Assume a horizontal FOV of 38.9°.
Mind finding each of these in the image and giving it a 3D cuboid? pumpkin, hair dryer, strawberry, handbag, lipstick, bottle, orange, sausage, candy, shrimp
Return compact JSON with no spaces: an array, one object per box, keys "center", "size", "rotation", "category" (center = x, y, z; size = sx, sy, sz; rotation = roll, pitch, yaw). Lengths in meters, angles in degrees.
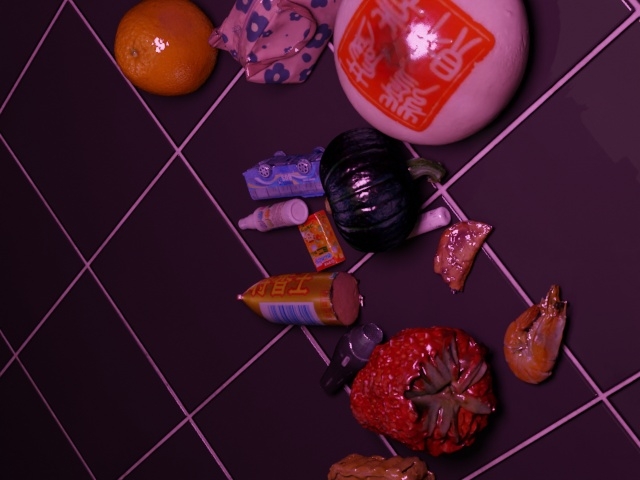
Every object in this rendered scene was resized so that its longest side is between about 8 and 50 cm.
[{"center":[0.122,-0.110,1.764],"size":[0.248,0.248,0.248],"rotation":[11,109,33],"category":"pumpkin"},{"center":[0.126,0.325,1.966],"size":[0.271,0.091,0.235],"rotation":[45,133,12],"category":"hair dryer"},{"center":[0.202,0.294,1.814],"size":[0.257,0.261,0.261],"rotation":[7,110,66],"category":"strawberry"},{"center":[-0.092,-0.440,1.820],"size":[0.190,0.193,0.251],"rotation":[46,124,21],"category":"handbag"},{"center":[0.197,-0.031,1.831],"size":[0.141,0.040,0.040],"rotation":[-22,90,37],"category":"lipstick"},{"center":[-0.114,-0.051,2.019],"size":[0.217,0.060,0.060],"rotation":[-9,98,50],"category":"bottle"},{"center":[-0.333,-0.422,1.976],"size":[0.236,0.236,0.236],"rotation":[11,109,33],"category":"orange"},{"center":[-0.059,0.126,2.014],"size":[0.317,0.125,0.117],"rotation":[-2,106,39],"category":"sausage"},{"center":[0.000,0.000,1.980],"size":[0.062,0.038,0.122],"rotation":[-24,89,38],"category":"candy"},{"center":[0.410,0.178,1.737],"size":[0.115,0.051,0.217],"rotation":[28,120,28],"category":"shrimp"}]

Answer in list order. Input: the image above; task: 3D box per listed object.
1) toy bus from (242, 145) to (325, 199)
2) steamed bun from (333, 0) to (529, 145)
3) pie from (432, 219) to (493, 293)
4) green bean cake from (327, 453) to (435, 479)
[{"center":[-0.053,-0.142,1.959],"size":[0.236,0.079,0.094],"rotation":[-3,118,36],"category":"toy bus"},{"center":[0.180,-0.353,1.628],"size":[0.374,0.241,0.375],"rotation":[8,106,31],"category":"steamed bun"},{"center":[0.272,0.025,1.798],"size":[0.092,0.034,0.170],"rotation":[29,119,21],"category":"pie"},{"center":[0.141,0.587,1.995],"size":[0.224,0.131,0.230],"rotation":[-4,98,34],"category":"green bean cake"}]
